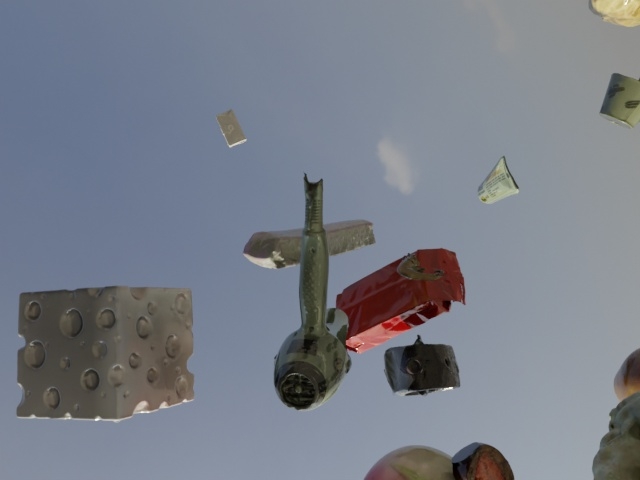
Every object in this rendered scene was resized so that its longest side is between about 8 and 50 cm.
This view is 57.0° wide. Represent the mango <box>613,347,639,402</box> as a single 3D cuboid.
[{"bbox_3d":[0.541,0.239,0.970,0.163,0.090,0.111,88,-171,-49],"label":"mango"}]

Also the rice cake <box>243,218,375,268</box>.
[{"bbox_3d":[0.000,0.000,1.028,0.365,0.073,0.056,-11,-74,-58],"label":"rice cake"}]

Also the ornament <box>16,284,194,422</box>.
[{"bbox_3d":[-0.418,0.216,1.170,0.240,0.239,0.239,15,-110,-68],"label":"ornament"}]

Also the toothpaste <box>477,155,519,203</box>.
[{"bbox_3d":[0.323,-0.099,1.086,0.255,0.037,0.067,41,-151,-83],"label":"toothpaste"}]

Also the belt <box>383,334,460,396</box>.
[{"bbox_3d":[0.274,0.338,1.595,0.289,0.184,0.164,37,-136,-66],"label":"belt"}]

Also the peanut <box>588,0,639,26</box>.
[{"bbox_3d":[0.665,-0.497,1.177,0.197,0.233,0.110,-7,-91,-75],"label":"peanut"}]

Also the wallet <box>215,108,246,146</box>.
[{"bbox_3d":[-0.200,-0.251,1.314,0.011,0.044,0.083,93,152,-77],"label":"wallet"}]

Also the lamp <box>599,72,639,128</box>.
[{"bbox_3d":[0.715,-0.362,1.311,0.121,0.214,0.121,23,-166,-6],"label":"lamp"}]

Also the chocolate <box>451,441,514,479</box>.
[{"bbox_3d":[0.374,0.536,1.346,0.133,0.124,0.127,59,-167,11],"label":"chocolate"}]

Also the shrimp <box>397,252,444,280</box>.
[{"bbox_3d":[0.273,0.070,1.579,0.178,0.124,0.034,-39,-43,-68],"label":"shrimp"}]

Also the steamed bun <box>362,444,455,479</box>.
[{"bbox_3d":[0.212,0.659,1.443,0.309,0.309,0.309,28,-132,-36],"label":"steamed bun"}]

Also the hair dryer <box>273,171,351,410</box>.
[{"bbox_3d":[0.005,0.067,0.750,0.229,0.092,0.267,32,-117,-78],"label":"hair dryer"}]

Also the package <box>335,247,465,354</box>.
[{"bbox_3d":[0.217,0.178,1.747,0.123,0.424,0.195,37,-146,-43],"label":"package"}]

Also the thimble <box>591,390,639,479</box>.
[{"bbox_3d":[0.488,0.282,0.701,0.195,0.291,0.291,39,-142,6],"label":"thimble"}]
